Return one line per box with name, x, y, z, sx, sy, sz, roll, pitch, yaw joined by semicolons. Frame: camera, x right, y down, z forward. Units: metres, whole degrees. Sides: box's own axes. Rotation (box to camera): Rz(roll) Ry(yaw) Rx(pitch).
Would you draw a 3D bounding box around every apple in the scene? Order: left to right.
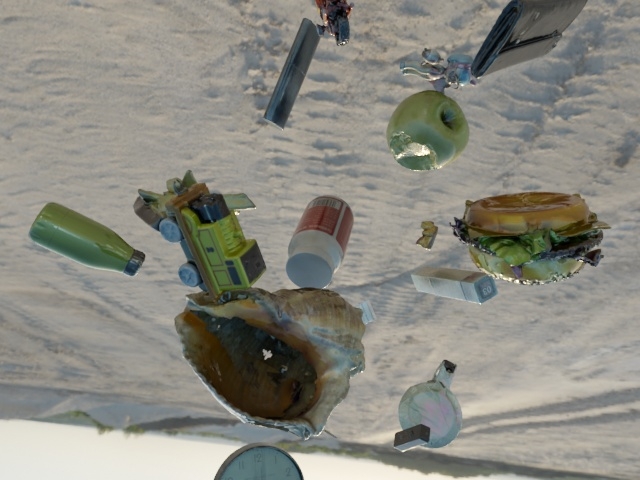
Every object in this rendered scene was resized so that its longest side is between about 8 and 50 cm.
apple;0.355;-0.367;1.653;0.279;0.279;0.279;5;157;2

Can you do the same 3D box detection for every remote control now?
remote control;-0.097;-0.580;1.720;0.044;0.377;0.107;21;179;32

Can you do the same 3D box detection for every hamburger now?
hamburger;0.243;-0.002;0.576;0.164;0.093;0.189;0;-164;27

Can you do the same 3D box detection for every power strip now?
power strip;0.209;0.453;1.128;0.029;0.038;0.111;28;139;-13

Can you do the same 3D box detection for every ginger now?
ginger;-0.379;-0.101;1.558;0.413;0.211;0.358;28;-179;38

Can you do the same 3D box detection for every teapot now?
teapot;0.292;0.442;1.341;0.163;0.221;0.178;-2;163;7

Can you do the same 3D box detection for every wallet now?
wallet;0.604;-0.598;1.406;0.406;0.062;0.228;-26;155;-35

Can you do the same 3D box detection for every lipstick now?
lipstick;0.443;0.144;1.672;0.080;0.076;0.371;-26;-170;-18

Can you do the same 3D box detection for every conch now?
conch;-0.083;0.214;0.868;0.352;0.297;0.210;9;128;-7

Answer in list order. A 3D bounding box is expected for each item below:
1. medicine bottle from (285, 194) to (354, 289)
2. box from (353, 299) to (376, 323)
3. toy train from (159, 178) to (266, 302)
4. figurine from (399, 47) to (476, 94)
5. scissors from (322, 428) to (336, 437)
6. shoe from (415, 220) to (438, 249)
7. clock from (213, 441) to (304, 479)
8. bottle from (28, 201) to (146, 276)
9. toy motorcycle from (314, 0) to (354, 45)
medicine bottle;0.000;0.000;1.163;0.131;0.250;0.131;7;126;10
box;0.139;0.306;1.965;0.154;0.084;0.040;-27;170;23
toy train;-0.167;0.003;0.772;0.127;0.089;0.219;-5;115;28
figurine;0.389;-0.586;1.633;0.260;0.103;0.205;16;160;29
scissors;0.015;0.603;1.555;0.083;0.036;0.006;27;124;15
shoe;0.404;-0.021;1.858;0.069;0.109;0.072;15;-176;5
clock;-0.135;0.563;1.084;0.215;0.215;0.042;14;161;-17
bottle;-0.568;0.008;1.217;0.260;0.112;0.112;29;150;-21
toy motorcycle;0.026;-0.657;1.345;0.089;0.298;0.171;-10;136;-5
